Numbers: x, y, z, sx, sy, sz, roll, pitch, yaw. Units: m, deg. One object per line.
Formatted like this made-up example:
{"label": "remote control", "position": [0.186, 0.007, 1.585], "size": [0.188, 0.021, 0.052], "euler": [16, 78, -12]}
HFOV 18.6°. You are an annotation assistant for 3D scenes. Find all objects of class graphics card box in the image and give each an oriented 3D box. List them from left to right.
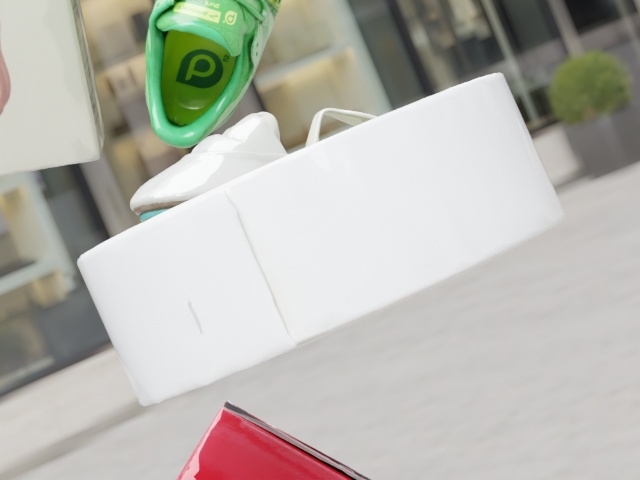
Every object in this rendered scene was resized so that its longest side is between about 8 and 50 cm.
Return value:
{"label": "graphics card box", "position": [-0.010, 0.260, 1.461], "size": [0.094, 0.232, 0.371], "euler": [-60, -3, -22]}

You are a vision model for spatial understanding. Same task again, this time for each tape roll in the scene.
{"label": "tape roll", "position": [0.000, 0.000, 1.178], "size": [0.286, 0.100, 0.286], "euler": [-23, 0, 0]}

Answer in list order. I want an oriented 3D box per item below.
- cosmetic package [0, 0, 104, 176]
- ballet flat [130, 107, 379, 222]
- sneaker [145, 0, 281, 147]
{"label": "cosmetic package", "position": [-0.276, -0.216, 1.682], "size": [0.129, 0.296, 0.153], "euler": [-11, 16, -3]}
{"label": "ballet flat", "position": [-0.026, -0.084, 2.200], "size": [0.400, 0.139, 0.139], "euler": [-1, -4, -22]}
{"label": "sneaker", "position": [-0.070, -0.202, 1.518], "size": [0.109, 0.296, 0.123], "euler": [12, 25, -4]}
